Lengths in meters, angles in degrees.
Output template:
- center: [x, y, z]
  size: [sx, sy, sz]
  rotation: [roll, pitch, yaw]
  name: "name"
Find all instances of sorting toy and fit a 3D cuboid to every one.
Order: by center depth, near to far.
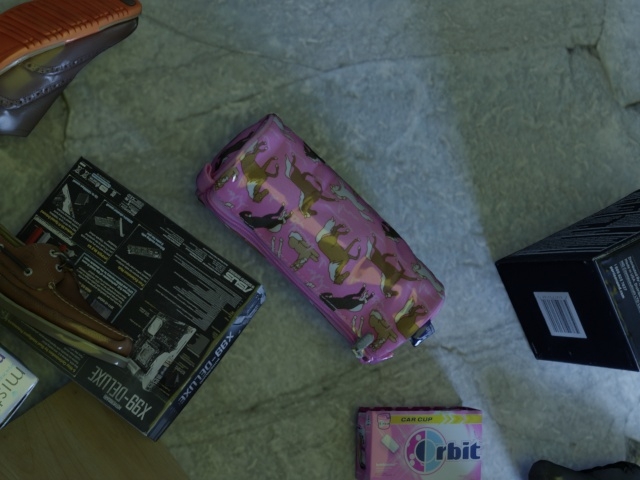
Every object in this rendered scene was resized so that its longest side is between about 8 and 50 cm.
- center: [-0.314, 0.340, 1.526]
  size: [0.255, 0.089, 0.257]
  rotation: [-34, 73, -18]
  name: "sorting toy"

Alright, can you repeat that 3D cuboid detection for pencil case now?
- center: [0.000, 0.000, 1.649]
  size: [0.160, 0.167, 0.386]
  rotation: [-40, 103, 18]
  name: "pencil case"

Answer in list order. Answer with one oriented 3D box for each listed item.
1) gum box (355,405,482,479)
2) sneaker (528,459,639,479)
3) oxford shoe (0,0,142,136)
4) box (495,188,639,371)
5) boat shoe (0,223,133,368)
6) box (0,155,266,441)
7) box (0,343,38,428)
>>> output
- center: [0.141, 0.301, 1.736]
  size: [0.188, 0.062, 0.107]
  rotation: [2, 88, -19]
  name: "gum box"
- center: [0.439, 0.391, 1.824]
  size: [0.286, 0.109, 0.130]
  rotation: [31, 73, -25]
  name: "sneaker"
- center: [-0.391, -0.222, 1.560]
  size: [0.363, 0.130, 0.133]
  rotation: [-30, 131, -23]
  name: "oxford shoe"
- center: [0.471, 0.048, 1.729]
  size: [0.294, 0.296, 0.183]
  rotation: [-26, 96, -17]
  name: "box"
- center: [-0.350, 0.048, 1.450]
  size: [0.307, 0.111, 0.104]
  rotation: [29, 79, 10]
  name: "boat shoe"
- center: [-0.263, 0.075, 1.538]
  size: [0.307, 0.076, 0.242]
  rotation: [34, 78, 10]
  name: "box"
- center: [-0.478, 0.136, 1.429]
  size: [0.231, 0.262, 0.127]
  rotation: [41, 77, -13]
  name: "box"
